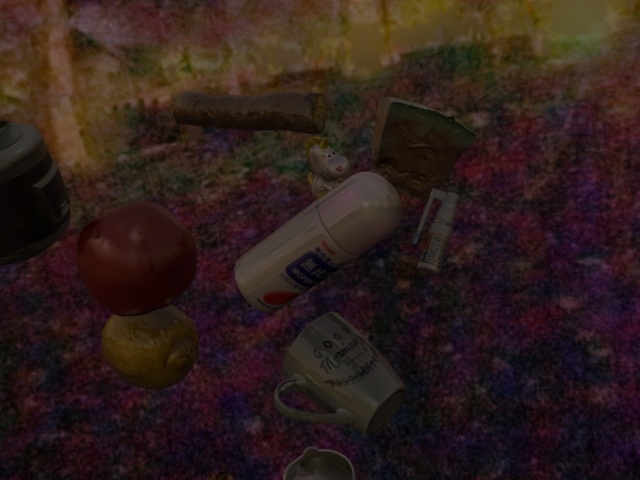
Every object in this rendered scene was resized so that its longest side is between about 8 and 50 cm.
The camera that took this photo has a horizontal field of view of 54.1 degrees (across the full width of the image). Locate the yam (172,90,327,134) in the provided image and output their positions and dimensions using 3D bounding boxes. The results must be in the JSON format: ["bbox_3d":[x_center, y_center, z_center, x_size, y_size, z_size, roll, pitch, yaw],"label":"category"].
[{"bbox_3d":[-0.145,-0.251,1.210,0.356,0.081,0.081,10,25,31],"label":"yam"}]

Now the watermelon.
[{"bbox_3d":[0.266,-0.286,1.767,0.264,0.302,0.151,20,45,-5],"label":"watermelon"}]

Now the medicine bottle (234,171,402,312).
[{"bbox_3d":[0.000,0.000,1.153,0.340,0.130,0.130,-35,6,26],"label":"medicine bottle"}]

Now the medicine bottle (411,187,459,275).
[{"bbox_3d":[0.296,-0.025,1.630,0.092,0.221,0.061,20,-13,5],"label":"medicine bottle"}]

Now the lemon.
[{"bbox_3d":[-0.526,0.319,1.925,0.316,0.286,0.285,-24,8,31],"label":"lemon"}]

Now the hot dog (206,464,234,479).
[{"bbox_3d":[-0.245,0.624,1.505,0.072,0.055,0.188,7,22,-6],"label":"hot dog"}]

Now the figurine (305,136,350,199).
[{"bbox_3d":[0.011,-0.180,1.586,0.129,0.178,0.109,36,53,28],"label":"figurine"}]

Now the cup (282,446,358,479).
[{"bbox_3d":[0.008,0.802,1.863,0.219,0.258,0.290,5,42,30],"label":"cup"}]

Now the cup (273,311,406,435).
[{"bbox_3d":[0.032,0.314,1.347,0.258,0.187,0.234,-31,54,-31],"label":"cup"}]

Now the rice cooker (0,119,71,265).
[{"bbox_3d":[-0.826,-0.138,1.598,0.334,0.326,0.335,-5,34,3],"label":"rice cooker"}]

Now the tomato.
[{"bbox_3d":[-0.455,0.032,1.547,0.298,0.226,0.299,-5,51,6],"label":"tomato"}]
